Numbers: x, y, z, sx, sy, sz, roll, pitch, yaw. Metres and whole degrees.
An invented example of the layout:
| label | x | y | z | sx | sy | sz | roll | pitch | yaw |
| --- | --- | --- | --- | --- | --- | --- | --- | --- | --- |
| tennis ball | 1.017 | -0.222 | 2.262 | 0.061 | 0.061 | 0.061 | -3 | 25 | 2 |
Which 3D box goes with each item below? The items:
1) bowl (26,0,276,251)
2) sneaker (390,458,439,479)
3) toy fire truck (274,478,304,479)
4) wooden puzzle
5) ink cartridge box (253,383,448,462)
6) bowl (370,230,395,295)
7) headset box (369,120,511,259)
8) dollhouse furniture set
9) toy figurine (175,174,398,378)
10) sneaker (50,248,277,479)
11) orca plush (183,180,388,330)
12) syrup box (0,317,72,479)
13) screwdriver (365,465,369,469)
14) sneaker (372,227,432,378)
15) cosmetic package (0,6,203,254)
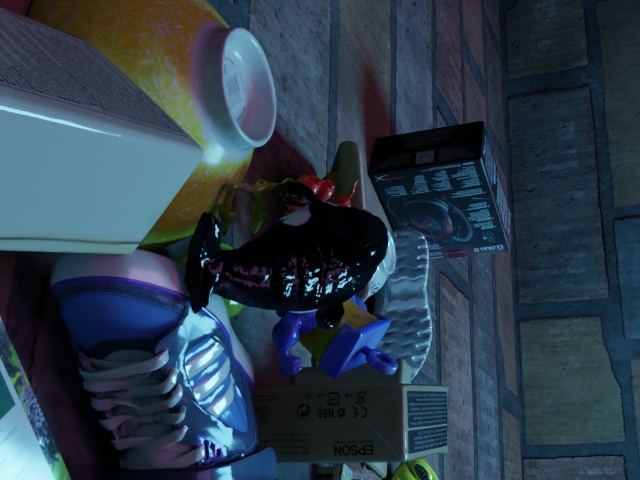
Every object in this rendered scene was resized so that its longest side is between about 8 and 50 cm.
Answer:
| label | x | y | z | sx | sy | sz | roll | pitch | yaw |
| --- | --- | --- | --- | --- | --- | --- | --- | --- | --- |
| bowl | -0.136 | -0.137 | 0.845 | 0.289 | 0.155 | 0.290 | -7 | 90 | -69 |
| sneaker | 0.189 | 0.506 | 1.578 | 0.123 | 0.109 | 0.296 | -105 | 175 | -63 |
| toy fire truck | -0.019 | 0.395 | 1.129 | 0.192 | 0.047 | 0.135 | 46 | 44 | -56 |
| wooden puzzle | 0.023 | -0.010 | 1.239 | 0.238 | 0.044 | 0.221 | 135 | -48 | -78 |
| ink cartridge box | 0.018 | 0.216 | 1.022 | 0.193 | 0.234 | 0.088 | 24 | 62 | -64 |
| bowl | 0.077 | 0.022 | 1.430 | 0.170 | 0.080 | 0.170 | -8 | 90 | -68 |
| headset box | 0.247 | -0.078 | 1.696 | 0.293 | 0.218 | 0.110 | 61 | 31 | -41 |
| dollhouse furniture set | 0.076 | 0.272 | 1.246 | 0.242 | 0.160 | 0.212 | 53 | 36 | -51 |
| toy figurine | 0.008 | 0.065 | 0.969 | 0.217 | 0.191 | 0.362 | 42 | 16 | 15 |
| sneaker | -0.144 | 0.174 | 0.767 | 0.323 | 0.130 | 0.236 | 61 | 26 | -54 |
| orca plush | 0.000 | 0.000 | 0.814 | 0.287 | 0.102 | 0.151 | 13 | 65 | -52 |
| syrup box | -0.250 | 0.129 | 0.565 | 0.093 | 0.096 | 0.237 | -54 | 135 | -59 |
| screwdriver | 0.090 | 0.317 | 1.473 | 0.170 | 0.025 | 0.024 | -85 | 157 | -47 |
| sneaker | 0.143 | 0.124 | 1.533 | 0.115 | 0.105 | 0.282 | 132 | -32 | -82 |
| cosmetic package | -0.230 | -0.082 | 0.561 | 0.160 | 0.113 | 0.309 | 43 | 14 | 19 |
